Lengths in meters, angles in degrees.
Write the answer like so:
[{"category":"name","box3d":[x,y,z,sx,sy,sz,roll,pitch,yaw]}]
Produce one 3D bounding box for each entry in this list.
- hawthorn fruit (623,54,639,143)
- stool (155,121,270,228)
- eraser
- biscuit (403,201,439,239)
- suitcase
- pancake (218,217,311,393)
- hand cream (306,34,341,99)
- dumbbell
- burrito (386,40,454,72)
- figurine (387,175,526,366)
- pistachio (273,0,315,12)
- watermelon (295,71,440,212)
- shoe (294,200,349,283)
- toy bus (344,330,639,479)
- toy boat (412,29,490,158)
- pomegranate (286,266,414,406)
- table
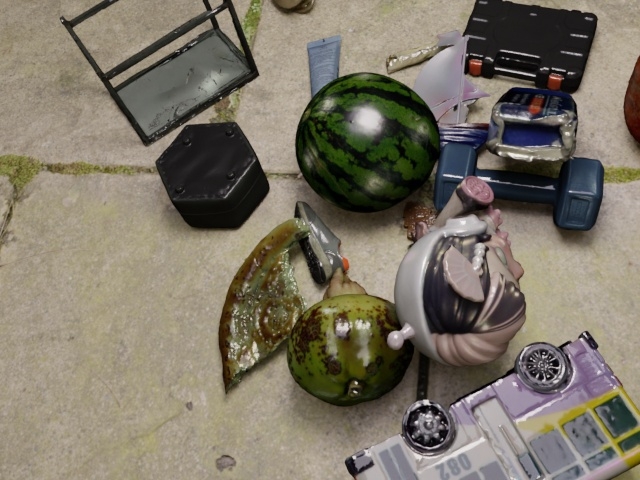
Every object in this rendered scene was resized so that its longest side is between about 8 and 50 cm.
[{"category":"hawthorn fruit","box3d":[0.767,-0.314,1.258,0.285,0.284,0.369,26,53,21]},{"category":"stool","box3d":[-0.237,-0.144,1.409,0.232,0.141,0.232,-4,64,9]},{"category":"eraser","box3d":[0.421,-0.232,1.251,0.155,0.101,0.332,11,23,17]},{"category":"biscuit","box3d":[0.206,-0.044,1.352,0.082,0.016,0.092,-33,62,-1]},{"category":"suitcase","box3d":[0.472,-0.456,1.478,0.286,0.066,0.206,16,68,17]},{"category":"pancake","box3d":[-0.112,0.125,1.271,0.198,0.054,0.376,10,78,28]},{"category":"hand cream","box3d":[0.012,-0.386,1.535,0.091,0.058,0.271,-12,59,17]},{"category":"dumbbell","box3d":[0.390,-0.107,1.280,0.317,0.156,0.143,9,97,15]},{"category":"burrito","box3d":[0.244,-0.446,1.531,0.186,0.041,0.045,-16,21,3]},{"category":"figurine","box3d":[0.248,0.074,1.121,0.211,0.253,0.361,-29,17,26]},{"category":"pistachio","box3d":[-0.089,-0.688,1.666,0.136,0.136,0.225,-27,70,-3]},{"category":"watermelon","box3d":[0.090,-0.197,1.303,0.286,0.285,0.284,-4,64,8]},{"category":"shoe","box3d":[0.000,-0.001,1.346,0.077,0.074,0.194,-11,60,-17]},{"category":"toy bus","box3d":[0.282,0.356,1.038,0.440,0.209,0.249,-26,65,-5]},{"category":"toy boat","box3d":[0.257,-0.318,1.423,0.219,0.072,0.318,-17,72,11]},{"category":"pomegranate","box3d":[0.055,0.161,1.171,0.222,0.204,0.276,8,67,-8]},{"category":"table","box3d":[-0.367,-0.451,1.510,0.335,0.272,0.222,-35,63,-8]}]
